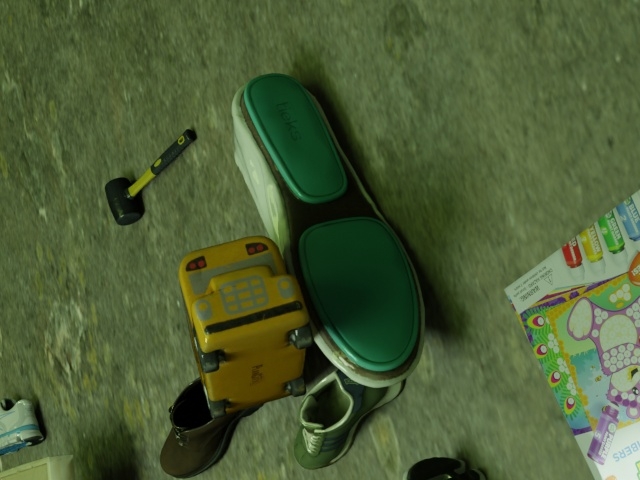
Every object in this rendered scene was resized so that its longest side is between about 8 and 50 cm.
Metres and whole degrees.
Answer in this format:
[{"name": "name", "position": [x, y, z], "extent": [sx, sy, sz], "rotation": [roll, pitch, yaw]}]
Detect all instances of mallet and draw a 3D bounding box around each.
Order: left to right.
[{"name": "mallet", "position": [-0.222, -0.081, 1.579], "extent": [0.189, 0.039, 0.062], "rotation": [-30, 70, 41]}]

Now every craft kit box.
[{"name": "craft kit box", "position": [0.297, 0.085, 0.984], "extent": [0.250, 0.061, 0.247], "rotation": [-44, 63, 41]}]

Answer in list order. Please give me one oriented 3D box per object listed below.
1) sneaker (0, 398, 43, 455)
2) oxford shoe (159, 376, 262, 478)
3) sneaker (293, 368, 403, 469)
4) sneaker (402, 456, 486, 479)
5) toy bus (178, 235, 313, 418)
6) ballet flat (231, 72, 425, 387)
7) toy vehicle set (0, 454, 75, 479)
[{"name": "sneaker", "position": [-0.506, 0.297, 1.896], "extent": [0.190, 0.071, 0.083], "rotation": [-22, 69, 38]}, {"name": "oxford shoe", "position": [-0.157, 0.222, 1.470], "extent": [0.083, 0.096, 0.227], "rotation": [57, 131, 28]}, {"name": "sneaker", "position": [0.004, 0.190, 1.292], "extent": [0.192, 0.086, 0.064], "rotation": [-50, 56, 37]}, {"name": "sneaker", "position": [0.165, 0.341, 1.116], "extent": [0.292, 0.110, 0.118], "rotation": [53, 136, 43]}, {"name": "toy bus", "position": [-0.080, 0.095, 1.236], "extent": [0.333, 0.108, 0.130], "rotation": [96, 158, -68]}, {"name": "ballet flat", "position": [0.000, 0.000, 1.279], "extent": [0.139, 0.139, 0.400], "rotation": [-49, 53, 38]}, {"name": "toy vehicle set", "position": [-0.370, 0.429, 1.573], "extent": [0.166, 0.035, 0.267], "rotation": [-23, 70, 48]}]
